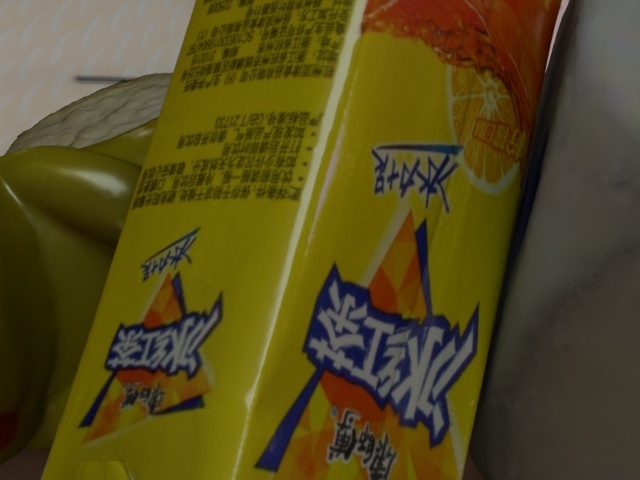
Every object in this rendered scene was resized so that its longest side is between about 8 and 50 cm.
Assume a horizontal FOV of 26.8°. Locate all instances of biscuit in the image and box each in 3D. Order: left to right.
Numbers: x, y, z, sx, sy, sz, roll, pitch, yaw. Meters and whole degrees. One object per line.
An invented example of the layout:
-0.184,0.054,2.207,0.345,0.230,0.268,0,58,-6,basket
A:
-0.136,-0.068,0.845,0.152,0.020,0.152,-17,26,9,biscuit

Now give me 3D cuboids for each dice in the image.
0.213,0.019,0.682,0.243,0.251,0.259,15,39,7,dice

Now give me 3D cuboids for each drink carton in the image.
0.000,0.000,0.598,0.111,0.154,0.351,-2,64,39,drink carton

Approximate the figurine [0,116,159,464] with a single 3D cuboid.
-0.159,0.017,0.649,0.327,0.218,0.169,-10,3,-36,figurine
